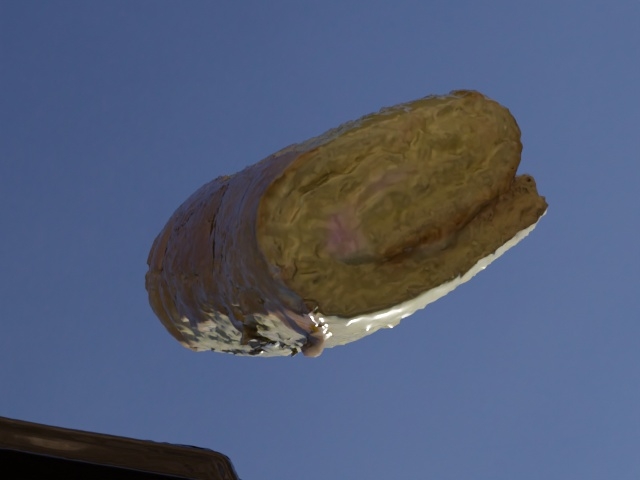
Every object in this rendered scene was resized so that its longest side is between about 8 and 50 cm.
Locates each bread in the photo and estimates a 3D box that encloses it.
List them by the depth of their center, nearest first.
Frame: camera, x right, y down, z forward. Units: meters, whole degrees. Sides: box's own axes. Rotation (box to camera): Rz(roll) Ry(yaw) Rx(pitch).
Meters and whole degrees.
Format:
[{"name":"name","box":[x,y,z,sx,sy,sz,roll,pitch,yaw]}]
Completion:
[{"name":"bread","box":[0.000,0.000,1.367,0.236,0.375,0.165,-28,-86,-21]}]

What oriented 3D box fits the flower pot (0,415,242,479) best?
[{"name":"flower pot","box":[-0.145,0.188,0.878,0.250,0.084,0.179,8,-105,12]}]
